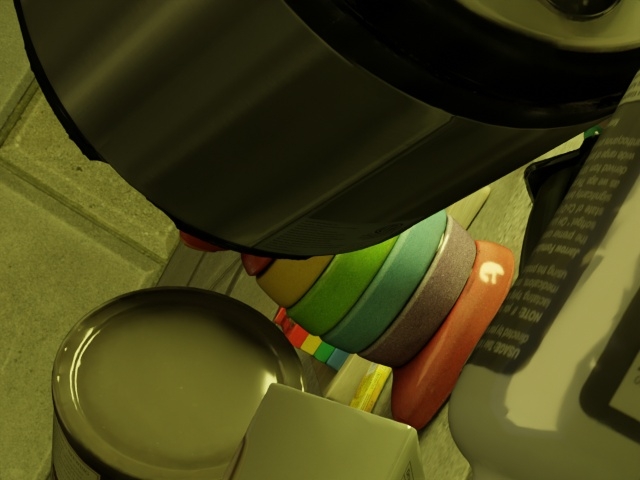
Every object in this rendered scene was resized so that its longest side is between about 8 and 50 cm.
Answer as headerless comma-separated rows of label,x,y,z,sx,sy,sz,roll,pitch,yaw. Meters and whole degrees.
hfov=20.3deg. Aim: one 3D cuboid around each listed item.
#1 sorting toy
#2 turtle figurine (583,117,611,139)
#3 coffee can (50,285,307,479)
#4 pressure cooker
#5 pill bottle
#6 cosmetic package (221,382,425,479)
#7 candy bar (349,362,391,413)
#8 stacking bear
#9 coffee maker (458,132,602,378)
sorting toy,0.045,0.014,1.813,0.257,0.089,0.255,-57,9,6
turtle figurine,0.226,-0.130,1.305,0.234,0.118,0.175,-170,69,-82
coffee can,-0.128,0.202,1.502,0.275,0.201,0.201,101,-171,-47
pressure cooker,0.053,-0.207,1.052,0.370,0.375,0.420,-47,10,-34
pill bottle,0.167,0.055,0.809,0.319,0.176,0.176,-59,10,-7
cosmetic package,-0.037,0.270,1.175,0.160,0.113,0.309,79,-148,-54
candy bar,0.044,0.141,1.630,0.161,0.018,0.040,-62,14,-26
stacking bear,0.000,0.000,1.481,0.164,0.289,0.175,-55,10,17
coffee maker,0.175,0.023,1.045,0.171,0.120,0.178,-46,16,49
